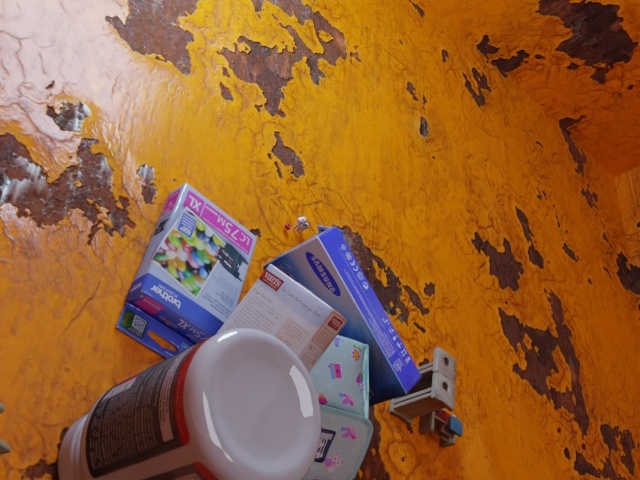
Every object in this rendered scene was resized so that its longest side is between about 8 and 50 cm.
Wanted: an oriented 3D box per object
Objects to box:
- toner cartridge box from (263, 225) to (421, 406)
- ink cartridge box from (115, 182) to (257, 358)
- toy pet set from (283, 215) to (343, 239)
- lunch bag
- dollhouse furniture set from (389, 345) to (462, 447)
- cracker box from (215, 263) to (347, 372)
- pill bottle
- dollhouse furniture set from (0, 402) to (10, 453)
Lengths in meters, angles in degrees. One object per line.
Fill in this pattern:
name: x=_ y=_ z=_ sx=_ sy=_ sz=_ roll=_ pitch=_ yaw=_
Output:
toner cartridge box: x=0.042 y=0.161 z=1.545 sx=0.075 sy=0.165 sz=0.348 roll=-32 pitch=92 yaw=-53
ink cartridge box: x=-0.227 y=0.066 z=1.382 sx=0.186 sy=0.065 sz=0.311 roll=39 pitch=45 yaw=-26
toy pet set: x=0.000 y=0.000 z=1.655 sx=0.114 sy=0.065 sz=0.122 roll=11 pitch=44 yaw=-55
lunch bag: x=-0.027 y=0.296 z=1.389 sx=0.223 sy=0.160 sz=0.262 roll=23 pitch=56 yaw=-37
dollhouse furniture set: x=0.264 y=0.346 z=1.714 sx=0.184 sy=0.129 sz=0.129 roll=37 pitch=44 yaw=-27
cracker box: x=-0.088 y=0.176 z=1.288 sx=0.156 sy=0.232 sz=0.067 roll=34 pitch=-6 yaw=34
pill bottle: x=-0.190 y=0.266 z=1.049 sx=0.210 sy=0.363 sz=0.210 roll=26 pitch=50 yaw=-37
dollhouse furniture set: x=-0.429 y=0.276 z=0.810 sx=0.259 sy=0.135 sz=0.262 roll=75 pitch=-7 yaw=-58
